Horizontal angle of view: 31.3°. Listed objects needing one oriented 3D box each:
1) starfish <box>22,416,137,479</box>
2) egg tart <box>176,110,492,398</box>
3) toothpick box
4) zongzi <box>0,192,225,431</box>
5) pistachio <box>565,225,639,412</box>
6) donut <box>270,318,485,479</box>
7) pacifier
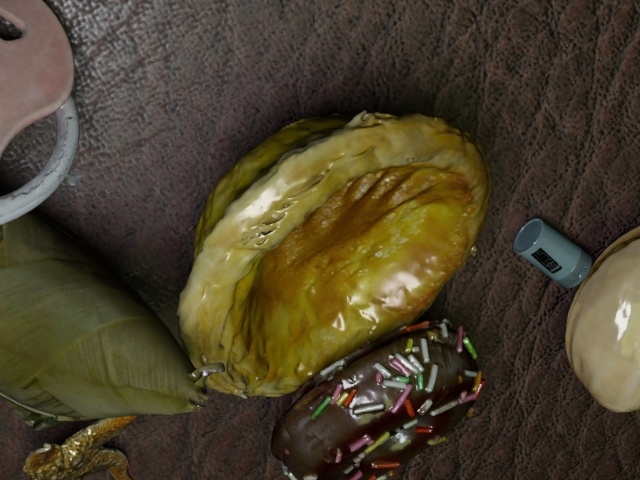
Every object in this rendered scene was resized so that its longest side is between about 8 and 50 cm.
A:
[{"bbox_3d":[-0.270,0.253,1.290,0.138,0.050,0.247,-15,154,-24],"label":"starfish"},{"bbox_3d":[0.000,0.000,1.201,0.388,0.169,0.388,-28,148,-20],"label":"egg tart"},{"bbox_3d":[0.280,0.016,1.378,0.083,0.052,0.052,33,98,-20],"label":"toothpick box"},{"bbox_3d":[-0.330,0.023,1.082,0.447,0.418,0.181,39,71,-21],"label":"zongzi"},{"bbox_3d":[0.377,0.094,1.372,0.157,0.157,0.229,8,102,-16],"label":"pistachio"},{"bbox_3d":[0.070,0.195,1.295,0.270,0.103,0.269,-25,157,-12],"label":"donut"},{"bbox_3d":[-0.365,-0.155,1.044,0.220,0.332,0.273,8,139,25],"label":"pacifier"}]
